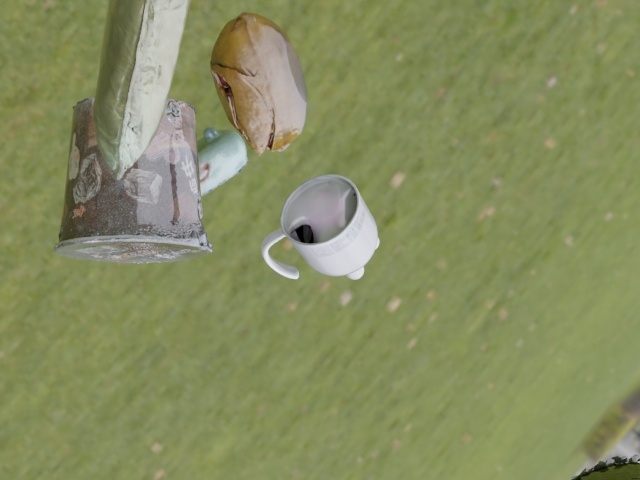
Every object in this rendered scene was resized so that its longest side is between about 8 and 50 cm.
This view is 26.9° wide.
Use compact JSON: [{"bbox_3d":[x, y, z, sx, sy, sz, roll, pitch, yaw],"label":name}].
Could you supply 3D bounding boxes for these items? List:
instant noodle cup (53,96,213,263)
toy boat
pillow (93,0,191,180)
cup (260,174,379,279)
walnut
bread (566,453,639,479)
[{"bbox_3d":[-0.255,-0.082,1.833,0.217,0.217,0.207,34,54,-74],"label":"instant noodle cup"},{"bbox_3d":[-0.209,-0.111,2.055,0.207,0.079,0.134,-24,-161,23],"label":"toy boat"},{"bbox_3d":[-0.147,-0.223,1.168,0.185,0.075,0.302,-96,-161,-61],"label":"pillow"},{"bbox_3d":[0.010,0.003,2.139,0.173,0.134,0.142,-48,142,-12],"label":"cup"},{"bbox_3d":[-0.087,-0.225,1.928,0.137,0.137,0.245,-44,143,-23],"label":"walnut"},{"bbox_3d":[0.357,0.386,1.323,0.382,0.366,0.129,-29,-164,-8],"label":"bread"}]
